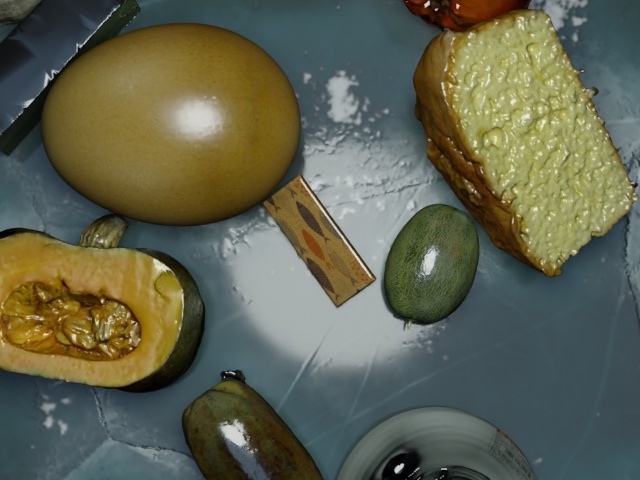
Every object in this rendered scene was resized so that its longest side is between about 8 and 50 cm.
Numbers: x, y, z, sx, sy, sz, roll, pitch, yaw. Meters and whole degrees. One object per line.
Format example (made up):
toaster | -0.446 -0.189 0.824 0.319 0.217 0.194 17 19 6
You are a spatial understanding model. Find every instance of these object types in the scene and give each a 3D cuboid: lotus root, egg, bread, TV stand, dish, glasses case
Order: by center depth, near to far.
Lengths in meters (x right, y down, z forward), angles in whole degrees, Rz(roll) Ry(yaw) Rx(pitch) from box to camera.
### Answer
dish | 0.155 0.345 1.501 0.273 0.134 0.273 1 85 -7
egg | -0.185 -0.141 1.510 0.322 0.250 0.250 -4 85 6
bread | 0.235 -0.136 1.531 0.194 0.179 0.340 -34 110 -6
lotus root | -0.080 0.282 1.535 0.124 0.123 0.241 -38 86 4
glasses case | 0.000 0.000 1.599 0.065 0.041 0.170 -37 86 9
TV stand | -0.362 -0.244 1.606 0.088 0.083 0.269 41 86 5

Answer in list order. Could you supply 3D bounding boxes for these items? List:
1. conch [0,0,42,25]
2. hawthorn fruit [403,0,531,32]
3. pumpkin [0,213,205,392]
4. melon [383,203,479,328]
conch | -0.418 -0.362 1.613 0.207 0.155 0.130 -9 41 -5
hawthorn fruit | 0.186 -0.414 1.557 0.211 0.211 0.299 8 74 2
pumpkin | -0.303 0.068 1.554 0.317 0.139 0.221 11 89 5
melon | 0.140 0.035 1.557 0.114 0.114 0.167 20 88 3
